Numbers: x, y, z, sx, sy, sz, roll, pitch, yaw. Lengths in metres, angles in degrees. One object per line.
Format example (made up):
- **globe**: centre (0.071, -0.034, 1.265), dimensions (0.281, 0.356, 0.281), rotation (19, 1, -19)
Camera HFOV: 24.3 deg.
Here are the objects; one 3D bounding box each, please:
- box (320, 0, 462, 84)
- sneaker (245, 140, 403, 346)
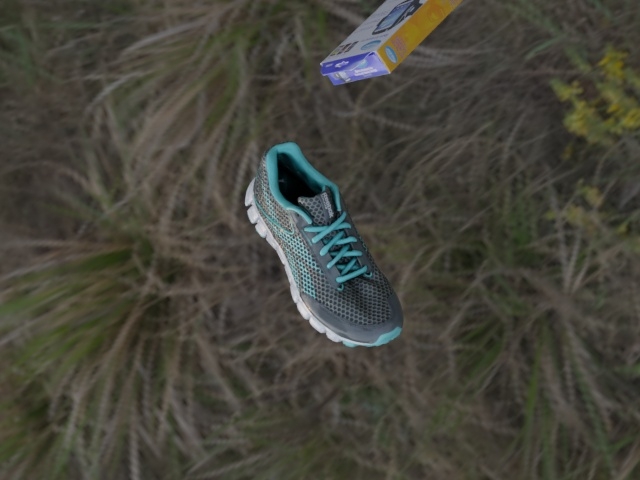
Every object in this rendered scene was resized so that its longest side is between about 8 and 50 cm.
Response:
- **box**: centre (0.060, -0.180, 1.295), dimensions (0.081, 0.136, 0.028), rotation (-4, 129, 55)
- **sneaker**: centre (0.000, 0.000, 1.016), dimensions (0.166, 0.065, 0.076), rotation (51, 158, 25)
